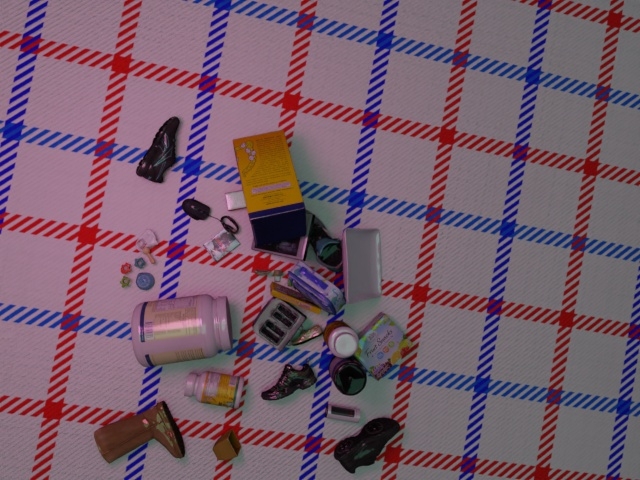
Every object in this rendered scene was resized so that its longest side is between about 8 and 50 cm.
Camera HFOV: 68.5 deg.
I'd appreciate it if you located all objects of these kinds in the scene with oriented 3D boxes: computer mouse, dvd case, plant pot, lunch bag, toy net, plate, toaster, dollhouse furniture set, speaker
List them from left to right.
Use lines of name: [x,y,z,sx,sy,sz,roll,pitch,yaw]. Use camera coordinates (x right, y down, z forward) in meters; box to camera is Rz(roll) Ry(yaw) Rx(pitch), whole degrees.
toy net: [-0.685,0.070,1.793,0.121,0.045,0.233,9,87,-5]
computer mouse: [-0.425,-0.093,1.819,0.241,0.041,0.071,25,82,-3]
dvd case: [-0.387,0.016,1.844,0.119,0.013,0.087,-37,94,-6]
plant pot: [-0.365,0.793,1.807,0.083,0.081,0.082,-26,93,3]
dollhouse furniture set: [-0.186,0.146,1.837,0.151,0.076,0.059,3,91,-8]
toaster: [-0.164,0.312,1.820,0.185,0.110,0.168,38,84,-5]
dvd case: [-0.146,-0.030,1.807,0.238,0.029,0.180,11,87,25]
lunch bag: [-0.015,0.178,1.757,0.218,0.176,0.090,34,73,23]
speaker: [0.089,0.690,1.876,0.136,0.055,0.055,12,88,-7]
plate: [0.155,0.092,1.820,0.045,0.277,0.278,-2,90,34]

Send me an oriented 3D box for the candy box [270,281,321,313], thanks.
candy box: [-0.098,0.221,1.822,0.205,0.105,0.027,24,97,-13]

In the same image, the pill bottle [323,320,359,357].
pill bottle: [0.079,0.378,1.797,0.117,0.215,0.118,0,89,-8]

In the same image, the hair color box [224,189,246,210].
hair color box: [-0.298,-0.162,1.842,0.141,0.043,0.072,-10,90,-6]

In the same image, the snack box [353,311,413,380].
snack box: [0.236,0.423,1.885,0.207,0.070,0.174,-43,95,-11]

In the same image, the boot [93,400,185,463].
boot: [-0.672,0.759,1.768,0.269,0.089,0.236,-26,82,-7]

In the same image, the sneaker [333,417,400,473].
sneaker: [0.198,0.816,1.875,0.286,0.109,0.130,-31,103,0]

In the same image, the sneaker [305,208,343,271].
sneaker: [0.000,0.000,1.810,0.123,0.178,0.296,-37,94,-6]

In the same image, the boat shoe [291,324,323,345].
boat shoe: [-0.057,0.377,1.868,0.135,0.050,0.045,-22,69,-3]

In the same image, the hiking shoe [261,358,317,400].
hiking shoe: [-0.133,0.547,1.846,0.226,0.086,0.114,-19,78,-13]

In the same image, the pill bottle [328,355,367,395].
pill bottle: [0.097,0.501,1.795,0.122,0.219,0.123,0,89,-7]

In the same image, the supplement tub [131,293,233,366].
supplement tub: [-0.494,0.322,1.715,0.324,0.235,0.236,-7,90,-7]

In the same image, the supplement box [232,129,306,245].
supplement box: [-0.185,-0.192,1.710,0.195,0.194,0.357,-12,61,-7]

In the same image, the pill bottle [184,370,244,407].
pill bottle: [-0.402,0.561,1.783,0.208,0.117,0.118,12,88,-7]

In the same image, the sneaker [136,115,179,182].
sneaker: [-0.598,-0.345,1.795,0.106,0.101,0.268,30,85,-28]
